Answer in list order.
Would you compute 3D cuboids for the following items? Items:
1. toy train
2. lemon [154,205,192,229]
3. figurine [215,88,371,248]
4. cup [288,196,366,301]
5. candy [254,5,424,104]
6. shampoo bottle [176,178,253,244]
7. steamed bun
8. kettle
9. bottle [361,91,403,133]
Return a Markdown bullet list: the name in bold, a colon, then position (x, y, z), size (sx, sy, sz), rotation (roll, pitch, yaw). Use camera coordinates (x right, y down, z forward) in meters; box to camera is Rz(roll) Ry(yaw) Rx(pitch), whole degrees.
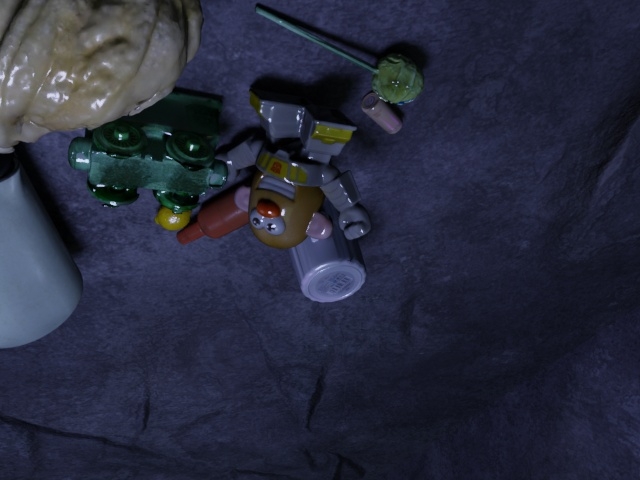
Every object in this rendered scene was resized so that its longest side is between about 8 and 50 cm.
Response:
- **toy train**: position (-0.293, -0.161, 1.055), size (0.266, 0.202, 0.145), rotation (7, 137, -23)
- **lemon**: position (-0.314, -0.052, 1.290), size (0.083, 0.062, 0.062), rotation (-13, 141, 2)
- **figurine**: position (-0.057, -0.118, 1.142), size (0.167, 0.342, 0.285), rotation (-11, 126, -43)
- **cup**: position (-0.009, 0.010, 1.343), size (0.167, 0.202, 0.221), rotation (-40, 135, 25)
- **candy**: position (0.037, -0.329, 1.058), size (0.335, 0.093, 0.092), rotation (19, 144, -24)
- **shampoo bottle**: position (-0.205, -0.056, 1.305), size (0.244, 0.085, 0.085), rotation (-26, 139, 18)
- **steamed bun**: position (-0.341, -0.286, 0.813), size (0.372, 0.325, 0.230), rotation (-22, 124, 6)
- **kettle**: position (-0.674, -0.011, 1.123), size (0.361, 0.250, 0.377), rotation (5, 138, 5)
- **bottle**: position (0.123, -0.249, 1.195), size (0.045, 0.045, 0.096), rotation (-34, 138, 23)
